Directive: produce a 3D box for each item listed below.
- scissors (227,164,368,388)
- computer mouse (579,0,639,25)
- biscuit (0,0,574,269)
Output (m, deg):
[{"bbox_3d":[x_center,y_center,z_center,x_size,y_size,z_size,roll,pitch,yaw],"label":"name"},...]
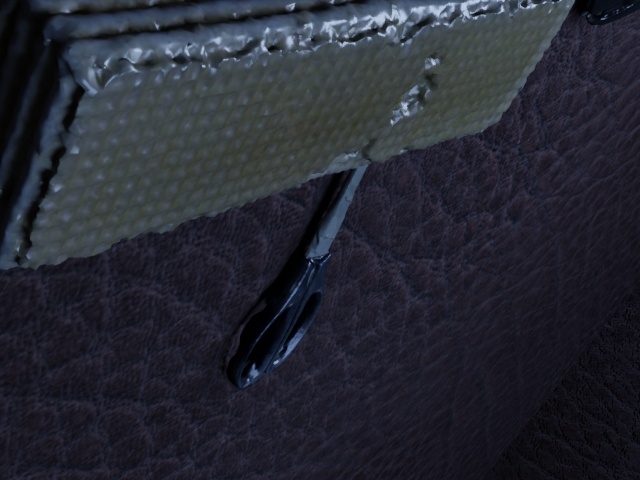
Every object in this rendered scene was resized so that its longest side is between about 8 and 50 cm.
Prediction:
[{"bbox_3d":[0.000,0.000,0.958,0.109,0.022,0.300,-26,147,-55],"label":"scissors"},{"bbox_3d":[0.315,-0.267,1.118,0.172,0.057,0.099,-49,158,0],"label":"computer mouse"},{"bbox_3d":[-0.005,-0.094,0.668,0.426,0.078,0.144,-20,148,-45],"label":"biscuit"}]
